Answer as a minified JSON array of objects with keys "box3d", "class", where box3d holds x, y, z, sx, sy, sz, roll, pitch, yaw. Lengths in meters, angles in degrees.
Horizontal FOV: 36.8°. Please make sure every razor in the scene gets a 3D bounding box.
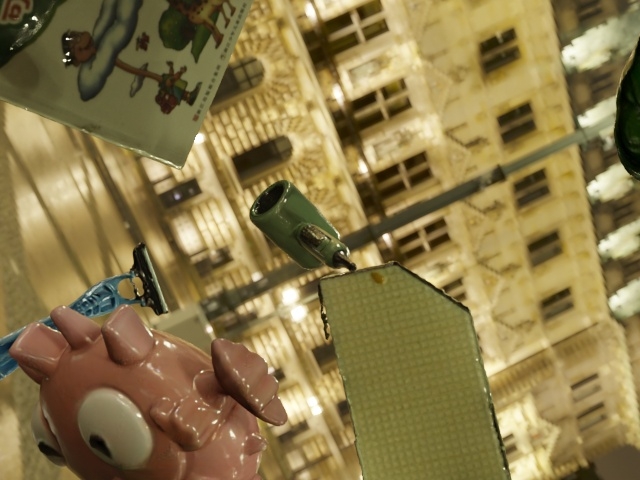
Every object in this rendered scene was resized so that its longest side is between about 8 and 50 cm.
[{"box3d":[-0.264,0.091,0.922,0.042,0.253,0.081,8,-57,49],"class":"razor"}]

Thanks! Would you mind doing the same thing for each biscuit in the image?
[{"box3d":[0.094,0.143,0.982,0.052,0.150,0.252,10,65,-82],"class":"biscuit"}]

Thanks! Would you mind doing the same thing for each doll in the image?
[{"box3d":[-0.113,0.125,0.659,0.262,0.093,0.211,-24,-67,45],"class":"doll"}]

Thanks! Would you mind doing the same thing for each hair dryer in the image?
[{"box3d":[0.000,0.000,0.758,0.071,0.047,0.150,43,-5,-27],"class":"hair dryer"}]

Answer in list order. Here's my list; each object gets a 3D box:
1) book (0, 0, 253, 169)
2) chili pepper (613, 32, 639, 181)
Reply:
[{"box3d":[-0.219,-0.238,0.935,0.043,0.260,0.371,25,3,40],"class":"book"},{"box3d":[0.387,-0.182,0.789,0.213,0.168,0.384,47,-28,24],"class":"chili pepper"}]
